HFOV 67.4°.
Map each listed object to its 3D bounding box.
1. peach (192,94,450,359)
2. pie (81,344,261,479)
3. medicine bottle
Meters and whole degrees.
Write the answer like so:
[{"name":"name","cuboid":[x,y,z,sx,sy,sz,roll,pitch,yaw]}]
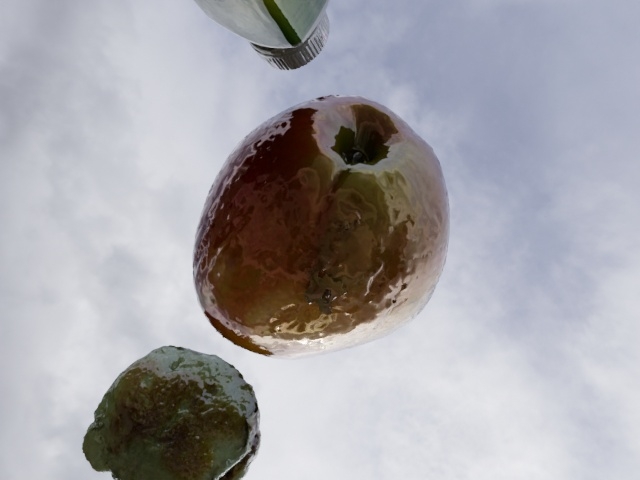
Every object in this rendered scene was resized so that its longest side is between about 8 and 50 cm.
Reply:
[{"name":"peach","cuboid":[-0.002,-0.001,0.617,0.290,0.372,0.372,20,-77,-8]},{"name":"pie","cuboid":[-0.230,0.303,0.781,0.275,0.105,0.257,39,-116,19]},{"name":"medicine bottle","cuboid":[-0.061,-0.248,0.450,0.132,0.188,0.088,27,-92,24]}]
